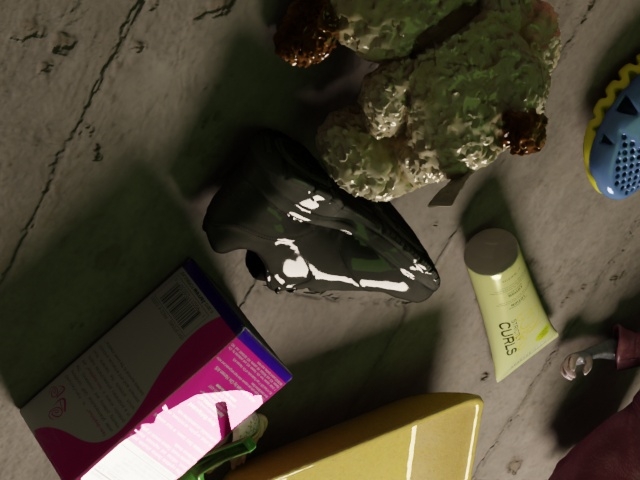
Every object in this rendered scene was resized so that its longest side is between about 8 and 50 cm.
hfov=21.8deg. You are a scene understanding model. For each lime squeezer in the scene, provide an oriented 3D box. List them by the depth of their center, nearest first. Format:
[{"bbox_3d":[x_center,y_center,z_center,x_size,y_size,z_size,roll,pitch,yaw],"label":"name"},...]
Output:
[{"bbox_3d":[-0.171,0.250,1.660,0.310,0.059,0.110,-33,167,23],"label":"lime squeezer"}]

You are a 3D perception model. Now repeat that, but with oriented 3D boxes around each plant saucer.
[{"bbox_3d":[0.012,0.321,1.888,0.333,0.081,0.333,-19,134,-25],"label":"plant saucer"}]

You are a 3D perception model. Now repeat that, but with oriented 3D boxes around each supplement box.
[{"bbox_3d":[-0.156,0.145,1.574,0.220,0.111,0.114,-40,141,-1],"label":"supplement box"}]

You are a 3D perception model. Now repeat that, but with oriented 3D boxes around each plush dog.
[{"bbox_3d":[0.093,-0.175,1.442,0.262,0.210,0.225,-38,107,-6],"label":"plush dog"}]

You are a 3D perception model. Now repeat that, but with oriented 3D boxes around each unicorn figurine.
[{"bbox_3d":[-0.103,0.181,1.696,0.111,0.060,0.162,-44,158,5],"label":"unicorn figurine"}]

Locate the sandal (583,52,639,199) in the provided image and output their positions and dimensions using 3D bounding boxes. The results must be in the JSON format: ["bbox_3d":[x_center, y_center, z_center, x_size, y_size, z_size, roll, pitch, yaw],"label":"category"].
[{"bbox_3d":[0.411,-0.157,1.739,0.317,0.138,0.126,-44,142,6],"label":"sandal"}]

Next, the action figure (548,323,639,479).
[{"bbox_3d":[0.438,0.220,2.010,0.275,0.248,0.370,7,118,-51],"label":"action figure"}]

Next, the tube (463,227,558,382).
[{"bbox_3d":[0.213,0.074,1.849,0.070,0.062,0.240,-2,147,16],"label":"tube"}]

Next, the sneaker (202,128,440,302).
[{"bbox_3d":[0.000,0.000,1.592,0.130,0.109,0.286,-46,131,15],"label":"sneaker"}]
